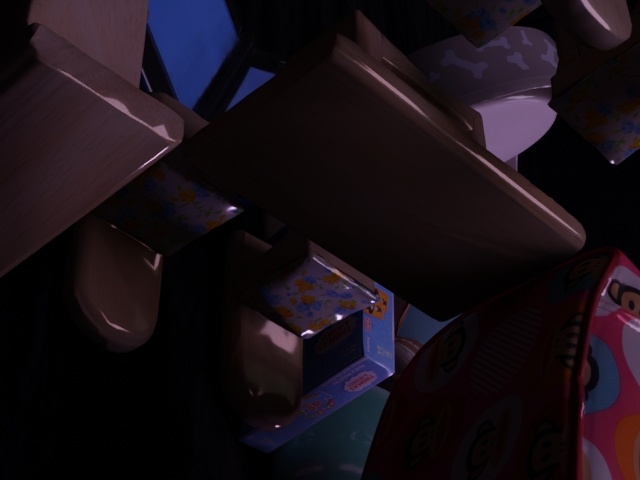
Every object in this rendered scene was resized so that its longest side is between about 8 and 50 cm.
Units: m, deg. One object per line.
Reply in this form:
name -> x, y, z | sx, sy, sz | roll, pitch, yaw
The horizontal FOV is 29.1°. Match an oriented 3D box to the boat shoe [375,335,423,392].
boat shoe -> 0.078, 0.249, 1.210 | 0.116, 0.123, 0.324 | -22, 118, -65

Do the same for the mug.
mug -> 0.022, 0.210, 1.086 | 0.097, 0.129, 0.158 | -84, 159, -48

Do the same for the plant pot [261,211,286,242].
plant pot -> 0.000, 0.000, 1.218 | 0.109, 0.109, 0.096 | -26, 94, -76

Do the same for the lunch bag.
lunch bag -> 0.098, 0.163, 0.722 | 0.120, 0.258, 0.293 | 38, 44, -17

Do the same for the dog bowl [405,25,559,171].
dog bowl -> 0.169, -0.149, 1.560 | 0.349, 0.348, 0.102 | 41, 29, -70

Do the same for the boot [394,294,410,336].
boot -> 0.047, 0.044, 1.397 | 0.207, 0.090, 0.248 | 61, 27, -60

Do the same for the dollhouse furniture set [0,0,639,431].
dollhouse furniture set -> -0.020, -0.037, 0.637 | 0.394, 0.362, 0.256 | 33, 41, -34

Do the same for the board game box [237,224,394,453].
board game box -> -0.003, 0.055, 1.047 | 0.039, 0.160, 0.211 | 31, 41, -27

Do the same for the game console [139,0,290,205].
game console -> -0.043, -0.165, 1.014 | 0.293, 0.250, 0.173 | -73, 177, -62

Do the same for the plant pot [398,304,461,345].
plant pot -> 0.158, 0.105, 1.701 | 0.166, 0.165, 0.234 | -45, 117, -74
